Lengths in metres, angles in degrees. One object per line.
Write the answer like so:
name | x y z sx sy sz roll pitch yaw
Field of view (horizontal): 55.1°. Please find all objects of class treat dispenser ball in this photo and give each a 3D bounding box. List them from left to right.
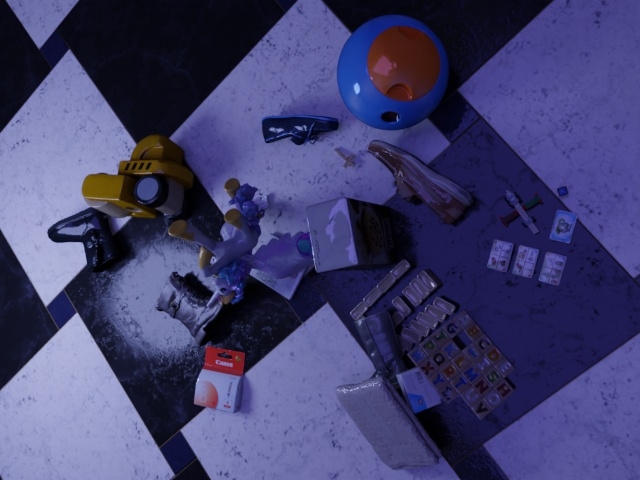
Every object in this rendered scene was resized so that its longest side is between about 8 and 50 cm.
treat dispenser ball | 0.185 -0.429 1.582 0.288 0.288 0.288 -1 87 23

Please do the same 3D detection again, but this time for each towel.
towel | 0.177 0.479 1.601 0.187 0.049 0.282 -27 100 44

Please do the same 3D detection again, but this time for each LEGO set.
LEGO set | 0.543 -0.028 1.556 0.182 0.060 0.244 14 100 17

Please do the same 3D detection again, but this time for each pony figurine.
pony figurine | -0.219 0.002 1.697 0.351 0.363 0.303 -42 60 -18

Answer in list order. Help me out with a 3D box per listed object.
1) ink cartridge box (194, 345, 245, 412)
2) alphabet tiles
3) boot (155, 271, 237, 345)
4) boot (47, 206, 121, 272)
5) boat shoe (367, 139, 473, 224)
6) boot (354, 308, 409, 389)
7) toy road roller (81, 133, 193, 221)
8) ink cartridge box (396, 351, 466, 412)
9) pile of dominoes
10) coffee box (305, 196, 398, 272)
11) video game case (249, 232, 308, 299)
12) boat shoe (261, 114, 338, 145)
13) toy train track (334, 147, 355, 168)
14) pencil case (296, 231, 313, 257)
ink cartridge box | -0.309 0.426 1.881 0.145 0.045 0.179 6 92 22
alphabet tiles | 0.372 0.326 1.568 0.198 0.009 0.237 -35 73 -13
boot | -0.387 0.175 1.899 0.229 0.091 0.263 41 105 18
boot | -0.802 0.017 2.075 0.246 0.094 0.207 -24 75 14
boat shoe | 0.247 -0.158 1.635 0.324 0.123 0.116 37 104 21
boot | 0.141 0.314 1.672 0.189 0.076 0.208 -27 89 10
toy road roller | -0.560 -0.200 1.936 0.329 0.202 0.241 1 76 18
ink cartridge box | 0.302 0.368 1.597 0.180 0.060 0.104 -18 79 -9
pile of dominoes | 0.229 0.190 1.683 0.196 0.040 0.251 49 113 15
coffee box | 0.089 -0.010 1.596 0.119 0.297 0.168 -13 84 25
video game case | -0.119 0.077 1.829 0.157 0.019 0.143 30 99 21
boat shoe | -0.056 -0.319 1.790 0.258 0.109 0.089 6 97 39
toy train track | 0.072 -0.239 1.768 0.083 0.014 0.048 44 111 24
pencil case | 0.000 0.000 1.711 0.064 0.151 0.070 9 106 32
